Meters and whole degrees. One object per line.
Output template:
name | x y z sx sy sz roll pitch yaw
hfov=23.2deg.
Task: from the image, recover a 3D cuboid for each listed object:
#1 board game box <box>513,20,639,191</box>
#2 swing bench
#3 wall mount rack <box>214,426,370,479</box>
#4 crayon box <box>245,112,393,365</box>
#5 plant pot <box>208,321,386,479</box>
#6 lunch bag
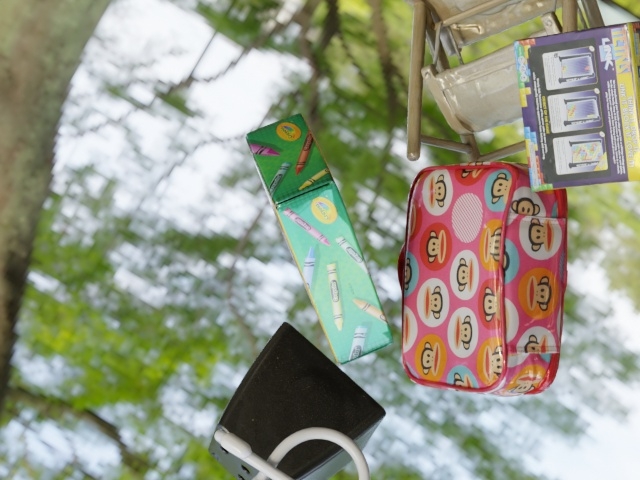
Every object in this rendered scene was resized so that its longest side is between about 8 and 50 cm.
board game box | 0.290 -0.144 1.697 0.141 0.170 0.048 -4 -175 35
swing bench | 0.235 -0.246 1.991 0.165 0.253 0.255 7 -109 -50
wall mount rack | -0.032 0.361 1.565 0.304 0.350 0.130 31 170 12
crayon box | 0.000 0.000 1.963 0.165 0.081 0.278 -115 3 -52
plant pot | -0.047 0.258 2.136 0.188 0.167 0.187 41 154 9
lunch bag | 0.188 0.048 1.969 0.120 0.293 0.258 5 178 -35
